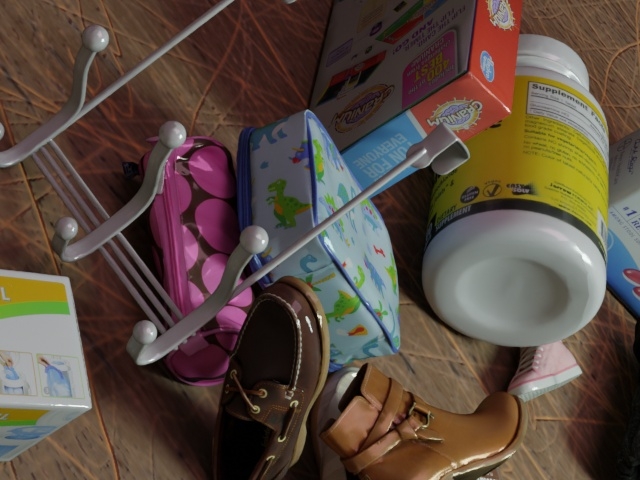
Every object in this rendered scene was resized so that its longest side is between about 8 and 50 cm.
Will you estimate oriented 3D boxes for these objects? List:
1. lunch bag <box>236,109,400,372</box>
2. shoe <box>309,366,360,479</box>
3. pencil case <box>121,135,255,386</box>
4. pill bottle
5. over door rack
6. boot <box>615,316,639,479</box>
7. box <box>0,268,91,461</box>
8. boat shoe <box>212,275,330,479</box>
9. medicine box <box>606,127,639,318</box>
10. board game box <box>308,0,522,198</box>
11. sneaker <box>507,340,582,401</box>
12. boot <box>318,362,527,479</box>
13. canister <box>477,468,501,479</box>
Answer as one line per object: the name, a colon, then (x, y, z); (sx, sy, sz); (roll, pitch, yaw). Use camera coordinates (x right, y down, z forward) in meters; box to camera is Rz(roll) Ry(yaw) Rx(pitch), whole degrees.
lunch bag: (0.000, 0.000, 1.320); (0.219, 0.090, 0.176); (55, 24, -48)
shoe: (0.032, 0.201, 1.294); (0.076, 0.058, 0.219); (33, 44, -29)
pencil case: (-0.107, 0.014, 1.249); (0.098, 0.095, 0.209); (63, 12, -63)
pill bottle: (0.215, -0.065, 1.581); (0.188, 0.188, 0.334); (37, 41, -25)
over door rack: (-0.078, -0.087, 1.168); (0.324, 0.108, 0.239); (-34, 70, -14)
boot: (0.473, 0.259, 1.681); (0.348, 0.131, 0.260); (37, 38, -16)
box: (-0.275, 0.083, 0.994); (0.203, 0.114, 0.103); (9, 58, -43)
boat shoe: (-0.044, 0.125, 1.165); (0.073, 0.207, 0.073); (30, 40, 30)
medicine box: (0.487, -0.026, 1.768); (0.263, 0.289, 0.149); (44, 39, -17)
board game box: (0.095, -0.196, 1.498); (0.064, 0.242, 0.316); (39, 42, -26)
sneaker: (0.227, 0.131, 1.569); (0.134, 0.051, 0.070); (-12, 72, -54)
boot: (0.093, 0.159, 1.283); (0.152, 0.073, 0.197); (41, 39, -2)
canister: (0.123, 0.253, 1.347); (0.126, 0.073, 0.170); (13, 54, -42)
